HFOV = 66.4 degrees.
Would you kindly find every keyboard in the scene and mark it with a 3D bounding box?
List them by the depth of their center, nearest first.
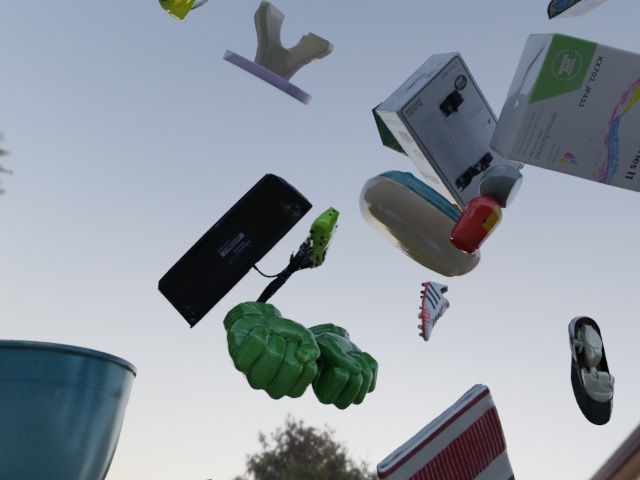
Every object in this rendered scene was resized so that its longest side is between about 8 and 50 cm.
[{"bbox_3d":[-0.133,0.037,0.900,0.201,0.317,0.033,43,-4,20],"label":"keyboard"}]

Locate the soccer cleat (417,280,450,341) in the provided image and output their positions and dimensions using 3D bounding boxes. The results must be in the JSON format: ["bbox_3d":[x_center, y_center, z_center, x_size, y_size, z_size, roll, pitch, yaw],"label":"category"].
[{"bbox_3d":[0.133,0.082,0.572,0.036,0.083,0.029,4,-46,14],"label":"soccer cleat"}]

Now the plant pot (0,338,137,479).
[{"bbox_3d":[-0.411,0.298,0.668,0.272,0.255,0.271,-2,-28,-1],"label":"plant pot"}]

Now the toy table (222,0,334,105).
[{"bbox_3d":[-0.105,-0.465,1.217,0.274,0.252,0.160,33,-78,14],"label":"toy table"}]

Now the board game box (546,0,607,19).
[{"bbox_3d":[0.624,-0.586,1.115,0.194,0.194,0.060,-21,-92,58],"label":"board game box"}]

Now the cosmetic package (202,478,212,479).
[{"bbox_3d":[-0.243,0.348,0.445,0.310,0.160,0.113,-8,-40,-16],"label":"cosmetic package"}]

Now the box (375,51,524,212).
[{"bbox_3d":[0.263,-0.202,0.976,0.290,0.169,0.087,46,-4,-26],"label":"box"}]

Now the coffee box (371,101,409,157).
[{"bbox_3d":[0.210,-0.278,1.269,0.040,0.113,0.184,-28,-22,34],"label":"coffee box"}]

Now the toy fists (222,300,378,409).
[{"bbox_3d":[-0.021,0.184,0.770,0.279,0.142,0.096,25,-67,-37],"label":"toy fists"}]

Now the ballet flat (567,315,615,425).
[{"bbox_3d":[0.505,0.235,0.910,0.074,0.203,0.074,3,-26,2],"label":"ballet flat"}]

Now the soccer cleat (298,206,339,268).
[{"bbox_3d":[0.000,0.000,0.958,0.060,0.072,0.179,36,-29,6],"label":"soccer cleat"}]

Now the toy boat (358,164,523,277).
[{"bbox_3d":[0.220,-0.045,0.860,0.268,0.148,0.318,38,-11,-12],"label":"toy boat"}]

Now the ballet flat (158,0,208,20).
[{"bbox_3d":[-0.230,-0.537,0.985,0.077,0.231,0.077,38,-6,41],"label":"ballet flat"}]

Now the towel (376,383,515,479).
[{"bbox_3d":[0.208,0.409,0.731,0.037,0.237,0.328,2,-67,56],"label":"towel"}]

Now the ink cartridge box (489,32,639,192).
[{"bbox_3d":[0.500,-0.201,0.821,0.354,0.119,0.207,13,-69,-3],"label":"ink cartridge box"}]
